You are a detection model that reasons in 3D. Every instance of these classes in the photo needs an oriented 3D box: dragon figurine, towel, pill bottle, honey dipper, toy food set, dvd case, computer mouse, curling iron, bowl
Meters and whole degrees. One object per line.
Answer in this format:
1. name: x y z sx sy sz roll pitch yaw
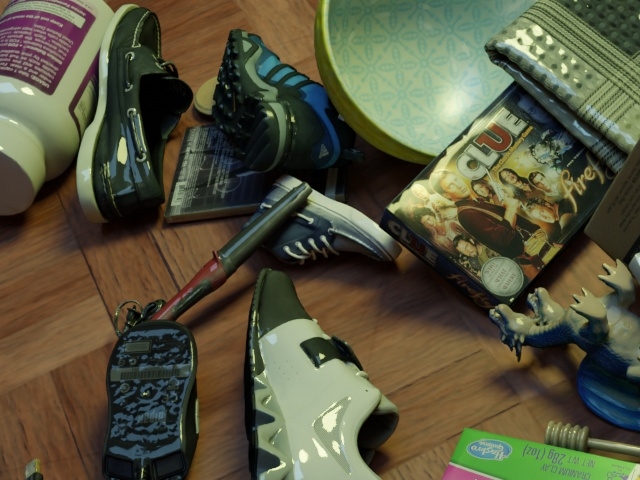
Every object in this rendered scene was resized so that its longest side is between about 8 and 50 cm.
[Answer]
1. dragon figurine: 0.290 0.116 1.341 0.289 0.144 0.085 36 62 21
2. towel: 0.395 -0.192 1.576 0.324 0.056 0.312 42 65 17
3. pill bottle: -0.370 -0.179 1.830 0.169 0.169 0.302 -1 45 19
4. honey dipper: 0.285 0.190 1.309 0.160 0.030 0.030 6 48 22
5. toy food set: -0.123 -0.187 1.857 0.083 0.020 0.082 -36 44 -17
6. dvd case: -0.070 -0.093 1.742 0.221 0.018 0.165 -7 43 14
7. computer mouse: -0.205 0.208 1.452 0.184 0.060 0.262 -9 55 5
8. curling iron: -0.120 0.025 1.577 0.274 0.035 0.068 -40 43 1
9. bowl: 0.110 -0.207 1.670 0.289 0.289 0.156 -45 5 -26

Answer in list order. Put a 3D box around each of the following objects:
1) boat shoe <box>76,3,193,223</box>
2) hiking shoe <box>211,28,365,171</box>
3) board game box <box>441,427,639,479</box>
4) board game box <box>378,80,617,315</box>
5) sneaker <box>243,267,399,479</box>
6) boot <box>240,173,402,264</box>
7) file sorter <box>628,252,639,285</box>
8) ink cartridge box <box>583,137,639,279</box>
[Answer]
1. boat shoe: -0.216 -0.168 1.794 0.113 0.127 0.340 -5 46 13
2. hiking shoe: -0.049 -0.158 1.732 0.132 0.113 0.304 9 29 -20
3. board game box: 0.178 0.317 1.188 0.242 0.064 0.317 8 49 27
4. board game box: 0.202 -0.050 1.528 0.165 0.042 0.243 39 64 13
5. sneaker: -0.002 0.155 1.404 0.146 0.122 0.331 -1 41 -7
6. boot: 0.000 0.000 1.596 0.190 0.069 0.086 29 77 40
7. file sorter: 0.452 0.020 1.233 0.277 0.173 0.193 -14 59 -18
8. ink cartridge box: 0.380 -0.088 1.367 0.234 0.193 0.088 -37 71 -26
